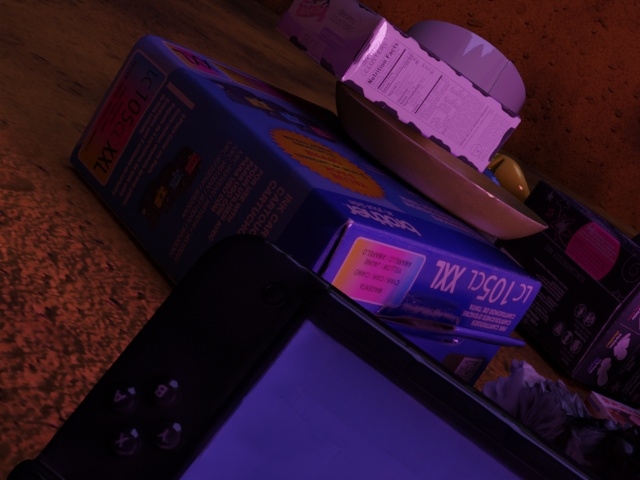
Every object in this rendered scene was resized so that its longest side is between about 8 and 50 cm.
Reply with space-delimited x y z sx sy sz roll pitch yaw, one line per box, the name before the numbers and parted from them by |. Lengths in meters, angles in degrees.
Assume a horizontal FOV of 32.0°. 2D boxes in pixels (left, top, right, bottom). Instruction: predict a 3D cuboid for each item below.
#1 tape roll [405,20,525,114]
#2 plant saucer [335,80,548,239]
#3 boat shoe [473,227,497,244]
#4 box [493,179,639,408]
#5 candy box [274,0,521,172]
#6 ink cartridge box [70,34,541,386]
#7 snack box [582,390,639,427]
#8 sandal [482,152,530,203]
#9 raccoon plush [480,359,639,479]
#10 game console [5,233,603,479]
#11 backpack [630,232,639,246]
tape roll | 0.209 -0.236 1.934 0.246 0.169 0.246 30 -19 12
plant saucer | 0.106 -0.069 1.055 0.241 0.037 0.241 33 10 -6
boat shoe | 0.373 0.016 1.756 0.320 0.103 0.118 36 15 22
box | 0.336 0.065 1.398 0.142 0.163 0.247 26 15 -33
candy box | 0.074 -0.165 1.090 0.196 0.070 0.165 28 12 -34
ink cartridge box | 0.000 0.000 0.973 0.270 0.151 0.395 16 23 -47
snack box | 0.373 0.218 1.241 0.178 0.022 0.064 24 17 -27
sandal | 0.186 -0.098 1.742 0.317 0.138 0.126 33 -36 61
raccoon plush | 0.353 0.231 0.840 0.299 0.216 0.446 32 12 -31
game console | -0.011 0.144 0.438 0.293 0.250 0.173 35 -12 15
backpack | 0.672 0.071 1.968 0.290 0.273 0.355 30 1 23
